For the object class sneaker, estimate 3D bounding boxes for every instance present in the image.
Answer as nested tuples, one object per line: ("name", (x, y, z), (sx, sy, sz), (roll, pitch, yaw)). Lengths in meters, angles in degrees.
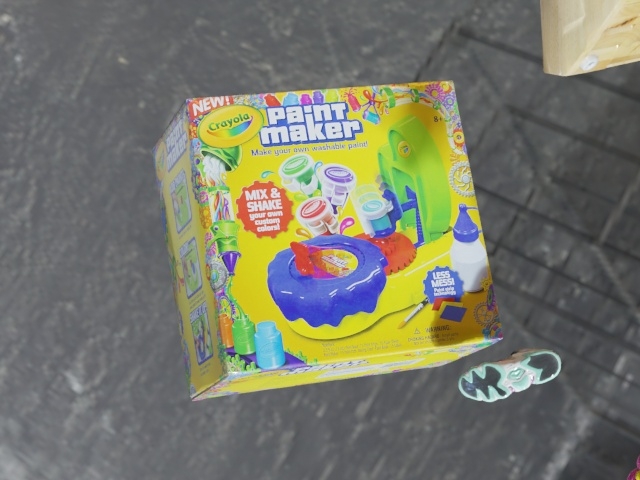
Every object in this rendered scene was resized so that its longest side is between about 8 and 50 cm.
("sneaker", (0.180, 0.127, 1.406), (0.069, 0.098, 0.038), (-23, 100, -85))

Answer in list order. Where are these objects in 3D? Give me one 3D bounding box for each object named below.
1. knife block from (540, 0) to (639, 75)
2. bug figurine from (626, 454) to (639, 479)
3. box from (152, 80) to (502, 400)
("knife block", (0.198, -0.285, 1.016), (0.088, 0.242, 0.276), (-14, 153, -30))
("bug figurine", (0.335, 0.144, 1.107), (0.279, 0.072, 0.216), (31, 96, -25))
("box", (0.000, 0.000, 1.524), (0.290, 0.177, 0.279), (-7, 78, -19))
